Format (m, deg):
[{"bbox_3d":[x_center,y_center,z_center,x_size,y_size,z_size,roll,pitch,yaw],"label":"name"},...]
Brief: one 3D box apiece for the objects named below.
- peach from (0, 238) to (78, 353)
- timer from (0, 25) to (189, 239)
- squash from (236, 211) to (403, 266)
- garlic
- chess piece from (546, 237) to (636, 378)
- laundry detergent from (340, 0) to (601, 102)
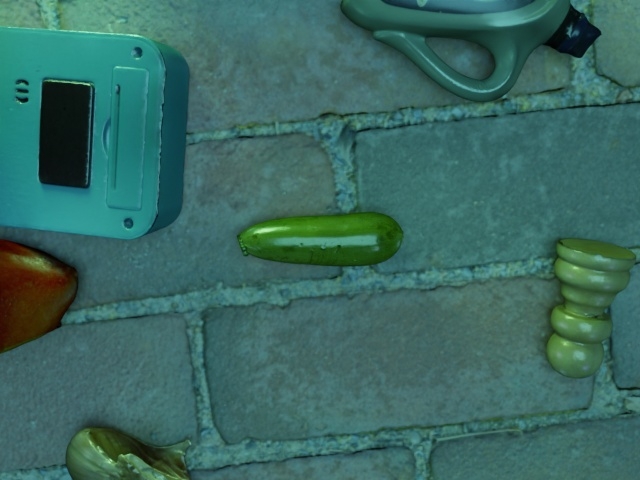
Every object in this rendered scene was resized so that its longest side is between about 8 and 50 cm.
[{"bbox_3d":[-0.417,0.078,0.992,0.267,0.154,0.159,-21,98,0],"label":"peach"},{"bbox_3d":[-0.290,-0.127,1.025,0.250,0.091,0.232,6,99,7],"label":"timer"},{"bbox_3d":[0.000,0.000,1.053,0.201,0.066,0.066,-2,99,-3],"label":"squash"},{"bbox_3d":[-0.231,0.290,1.074,0.174,0.099,0.124,40,113,-4],"label":"garlic"},{"bbox_3d":[0.323,0.087,1.083,0.094,0.094,0.170,8,106,-5],"label":"chess piece"},{"bbox_3d":[0.185,-0.276,1.006,0.280,0.105,0.215,30,95,-9],"label":"laundry detergent"}]
